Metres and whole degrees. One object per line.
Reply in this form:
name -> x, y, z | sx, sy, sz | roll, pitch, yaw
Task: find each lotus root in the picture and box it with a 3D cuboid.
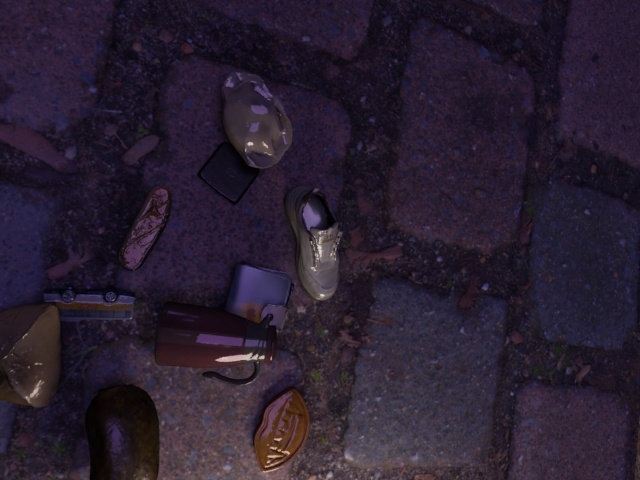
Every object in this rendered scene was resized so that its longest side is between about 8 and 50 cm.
lotus root -> -0.430, 0.450, 1.122 | 0.152, 0.160, 0.275 | -7, 90, -13

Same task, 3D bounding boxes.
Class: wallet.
wallet -> -0.167, 0.178, 1.301 | 0.170, 0.069, 0.231 | 17, 87, -17

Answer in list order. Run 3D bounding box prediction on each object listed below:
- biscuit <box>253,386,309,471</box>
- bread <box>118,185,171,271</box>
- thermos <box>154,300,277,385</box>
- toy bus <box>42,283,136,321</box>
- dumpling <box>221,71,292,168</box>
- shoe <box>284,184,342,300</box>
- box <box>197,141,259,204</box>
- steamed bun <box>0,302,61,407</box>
biscuit -> -0.098, 0.493, 1.333 | 0.142, 0.029, 0.221 | 29, 76, -20
bread -> -0.410, -0.027, 1.213 | 0.073, 0.053, 0.214 | 26, 80, -16
thermos -> -0.234, 0.241, 1.186 | 0.265, 0.146, 0.176 | 8, 97, -5
toy bus -> -0.518, 0.141, 1.154 | 0.190, 0.064, 0.075 | 2, 98, -23
dumpling -> -0.163, -0.306, 1.292 | 0.162, 0.132, 0.250 | -20, 95, -20
shoe -> 0.000, 0.000, 1.334 | 0.124, 0.159, 0.316 | -17, 91, -24
box -> -0.232, -0.174, 1.315 | 0.126, 0.027, 0.125 | 39, 71, -16
steamed bun -> -0.651, 0.245, 1.047 | 0.212, 0.110, 0.231 | 0, 98, -11
